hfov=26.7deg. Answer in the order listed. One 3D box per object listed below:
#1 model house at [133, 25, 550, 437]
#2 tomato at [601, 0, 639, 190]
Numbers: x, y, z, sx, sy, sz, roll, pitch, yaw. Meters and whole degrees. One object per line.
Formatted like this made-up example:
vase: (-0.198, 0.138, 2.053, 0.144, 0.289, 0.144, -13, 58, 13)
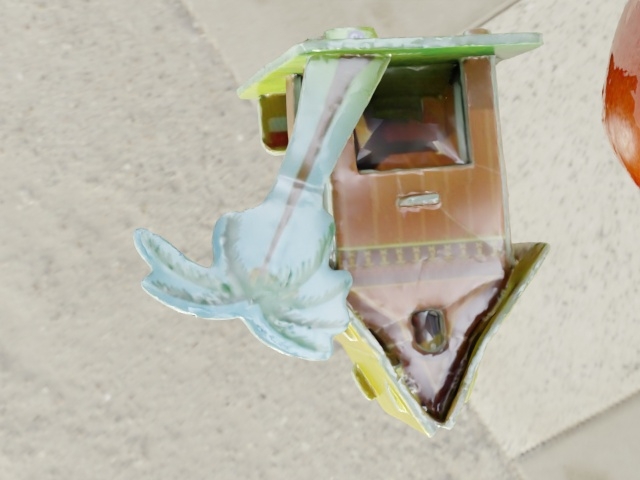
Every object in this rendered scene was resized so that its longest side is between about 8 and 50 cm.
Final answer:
model house: (0.000, 0.000, 1.144, 0.340, 0.300, 0.324, -5, 89, -14)
tomato: (0.309, -0.117, 0.764, 0.298, 0.298, 0.226, 9, 128, 14)
